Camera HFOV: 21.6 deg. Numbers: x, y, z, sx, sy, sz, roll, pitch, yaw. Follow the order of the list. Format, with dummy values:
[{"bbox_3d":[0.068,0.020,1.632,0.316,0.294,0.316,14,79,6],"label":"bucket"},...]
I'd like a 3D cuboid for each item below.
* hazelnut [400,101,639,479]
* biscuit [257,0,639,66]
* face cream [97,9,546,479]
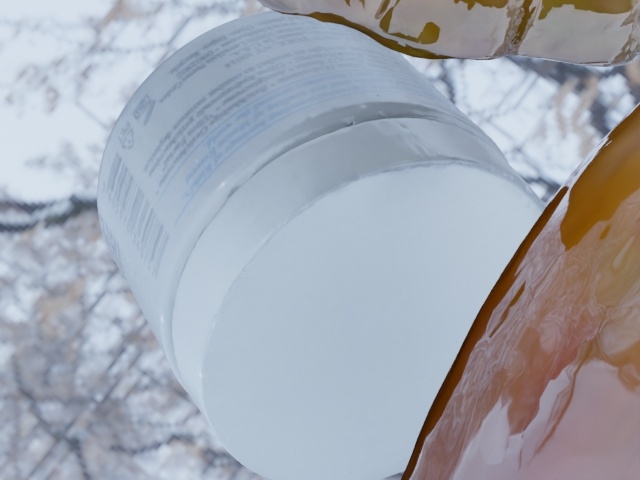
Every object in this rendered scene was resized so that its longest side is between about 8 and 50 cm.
[{"bbox_3d":[0.183,0.111,0.418,0.372,0.372,0.315,35,1,9],"label":"hazelnut"},{"bbox_3d":[0.048,-0.201,0.676,0.326,0.326,0.107,33,-46,13],"label":"biscuit"},{"bbox_3d":[0.000,0.000,0.774,0.177,0.177,0.153,54,-1,-41],"label":"face cream"}]
